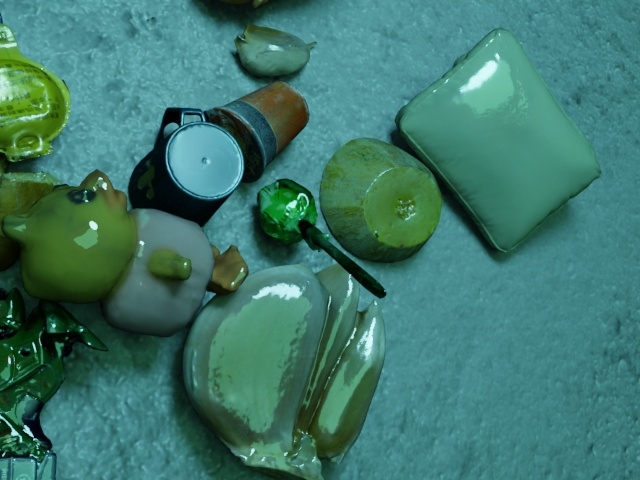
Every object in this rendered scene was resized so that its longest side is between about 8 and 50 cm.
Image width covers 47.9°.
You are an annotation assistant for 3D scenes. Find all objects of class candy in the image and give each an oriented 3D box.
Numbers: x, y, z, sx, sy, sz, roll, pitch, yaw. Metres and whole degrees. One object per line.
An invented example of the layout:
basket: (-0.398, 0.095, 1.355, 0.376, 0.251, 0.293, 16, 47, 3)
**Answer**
candy: (-0.001, 0.002, 0.984, 0.097, 0.323, 0.097, -12, 119, -24)

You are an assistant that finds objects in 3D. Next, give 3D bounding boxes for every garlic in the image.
garlic: (-0.054, 0.171, 1.001, 0.279, 0.132, 0.325, 19, 72, -22)
garlic: (-0.063, -0.302, 1.148, 0.152, 0.066, 0.084, 4, 74, -24)

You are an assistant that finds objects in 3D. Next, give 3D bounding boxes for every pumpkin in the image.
pumpkin: (0.116, -0.071, 1.167, 0.217, 0.110, 0.217, 4, 81, -28)

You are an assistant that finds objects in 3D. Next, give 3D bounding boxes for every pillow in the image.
pillow: (0.311, -0.166, 1.236, 0.255, 0.120, 0.322, -40, 107, 2)

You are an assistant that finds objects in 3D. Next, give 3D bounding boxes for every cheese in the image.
cheese: (-0.421, -0.213, 0.949, 0.157, 0.064, 0.250, -19, 77, -30)

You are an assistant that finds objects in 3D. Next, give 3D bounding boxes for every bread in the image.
bread: (-0.371, -0.044, 0.892, 0.054, 0.136, 0.154, 23, 64, -1)

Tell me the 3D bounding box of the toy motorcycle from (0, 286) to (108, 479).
toy motorcycle: (-0.351, 0.186, 0.859, 0.187, 0.125, 0.274, 2, 79, -17)

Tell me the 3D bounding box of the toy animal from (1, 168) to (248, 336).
toy animal: (-0.251, 0.020, 0.893, 0.281, 0.195, 0.169, 31, 76, -36)

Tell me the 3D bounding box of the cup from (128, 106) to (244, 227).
cup: (-0.183, -0.106, 0.990, 0.131, 0.155, 0.176, -4, 81, -28)

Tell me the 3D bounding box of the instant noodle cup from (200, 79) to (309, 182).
instant noodle cup: (-0.091, -0.172, 1.082, 0.127, 0.127, 0.136, 52, 53, -7)

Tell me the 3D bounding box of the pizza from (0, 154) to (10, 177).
pizza: (-0.480, -0.071, 0.896, 0.131, 0.041, 0.178, 39, 64, -17)

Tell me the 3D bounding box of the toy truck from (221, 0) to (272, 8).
toy truck: (-0.062, -0.474, 1.090, 0.189, 0.265, 0.239, 52, 51, -5)

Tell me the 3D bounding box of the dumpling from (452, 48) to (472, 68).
dumpling: (0.304, -0.292, 1.318, 0.188, 0.108, 0.127, -35, 118, -29)
